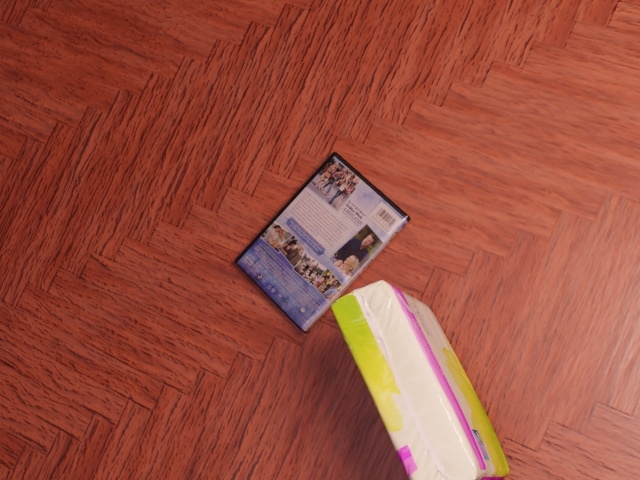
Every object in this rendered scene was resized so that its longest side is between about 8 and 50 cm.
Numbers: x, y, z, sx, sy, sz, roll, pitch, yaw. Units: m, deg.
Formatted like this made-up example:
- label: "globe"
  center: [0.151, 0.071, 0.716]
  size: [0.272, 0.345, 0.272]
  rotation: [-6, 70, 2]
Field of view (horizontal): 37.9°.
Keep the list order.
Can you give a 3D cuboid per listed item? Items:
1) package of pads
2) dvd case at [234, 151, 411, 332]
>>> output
- label: "package of pads"
  center: [0.145, 0.211, 1.301]
  size: [0.101, 0.229, 0.296]
  rotation: [-29, 68, 13]
- label: "dvd case"
  center: [0.000, 0.000, 1.525]
  size: [0.253, 0.022, 0.180]
  rotation: [-48, 65, 3]
